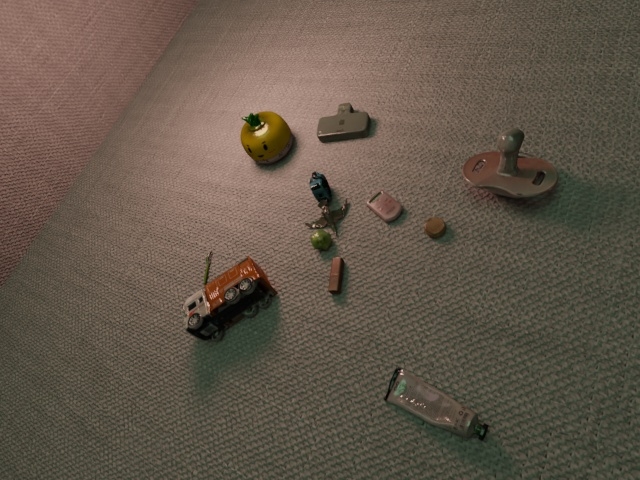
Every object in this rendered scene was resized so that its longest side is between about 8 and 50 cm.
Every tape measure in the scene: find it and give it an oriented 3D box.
[{"bbox_3d":[0.001,-0.240,1.854,0.081,0.146,0.125,-19,41,15],"label":"tape measure"}]

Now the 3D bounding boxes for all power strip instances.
[{"bbox_3d":[0.117,-0.592,2.032,0.265,0.059,0.193,-1,68,24],"label":"power strip"}]

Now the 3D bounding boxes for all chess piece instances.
[{"bbox_3d":[0.450,-0.051,1.608,0.084,0.038,0.083,-12,60,21],"label":"chess piece"}]

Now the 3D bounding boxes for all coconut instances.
[{"bbox_3d":[0.000,0.000,1.758,0.088,0.088,0.096,21,69,32],"label":"coconut"}]

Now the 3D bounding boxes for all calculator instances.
[{"bbox_3d":[0.271,-0.149,1.744,0.100,0.032,0.175,-43,55,-2],"label":"calculator"}]

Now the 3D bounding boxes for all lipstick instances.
[{"bbox_3d":[0.066,0.144,1.673,0.045,0.045,0.145,-2,63,22],"label":"lipstick"}]

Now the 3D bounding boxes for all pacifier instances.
[{"bbox_3d":[0.696,-0.268,1.510,0.332,0.273,0.220,20,90,32],"label":"pacifier"}]

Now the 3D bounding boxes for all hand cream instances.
[{"bbox_3d":[0.367,0.535,1.325,0.336,0.076,0.121,18,67,37],"label":"hand cream"}]

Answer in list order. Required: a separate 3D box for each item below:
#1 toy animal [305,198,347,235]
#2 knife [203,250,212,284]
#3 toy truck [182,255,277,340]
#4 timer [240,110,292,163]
[{"bbox_3d":[0.030,-0.094,1.788,0.219,0.095,0.155,-25,52,11],"label":"toy animal"},{"bbox_3d":[-0.547,0.127,1.974,0.026,0.022,0.184,5,61,-6],"label":"knife"},{"bbox_3d":[-0.401,0.248,1.758,0.388,0.173,0.207,-34,49,1],"label":"toy truck"},{"bbox_3d":[-0.297,-0.551,2.072,0.285,0.285,0.285,-11,60,19],"label":"timer"}]
